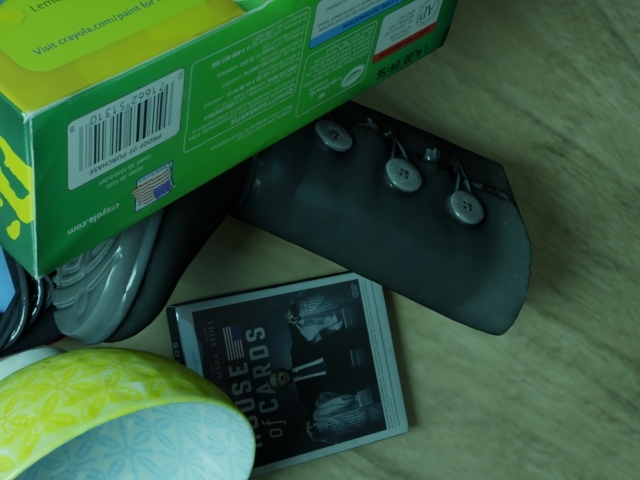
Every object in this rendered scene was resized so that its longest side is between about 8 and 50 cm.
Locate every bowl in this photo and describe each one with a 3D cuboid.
[{"bbox_3d":[-0.212,0.180,0.911,0.289,0.289,0.156,-19,52,-31],"label":"bowl"}]

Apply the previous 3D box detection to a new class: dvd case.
[{"bbox_3d":[-0.028,0.132,1.121,0.238,0.029,0.179,-10,89,-32],"label":"dvd case"}]

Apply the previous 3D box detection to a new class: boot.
[{"bbox_3d":[0.000,-0.002,1.044,0.445,0.146,0.367,27,51,-28],"label":"boot"}]

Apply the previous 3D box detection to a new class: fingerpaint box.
[{"bbox_3d":[-0.158,-0.225,0.883,0.371,0.163,0.445,39,52,22],"label":"fingerpaint box"}]

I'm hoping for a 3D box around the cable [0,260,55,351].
[{"bbox_3d":[-0.302,0.032,0.893,0.184,0.047,0.150,20,72,-27],"label":"cable"}]

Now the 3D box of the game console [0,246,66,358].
[{"bbox_3d":[-0.394,-0.041,0.905,0.386,0.060,0.342,-16,93,-32],"label":"game console"}]
